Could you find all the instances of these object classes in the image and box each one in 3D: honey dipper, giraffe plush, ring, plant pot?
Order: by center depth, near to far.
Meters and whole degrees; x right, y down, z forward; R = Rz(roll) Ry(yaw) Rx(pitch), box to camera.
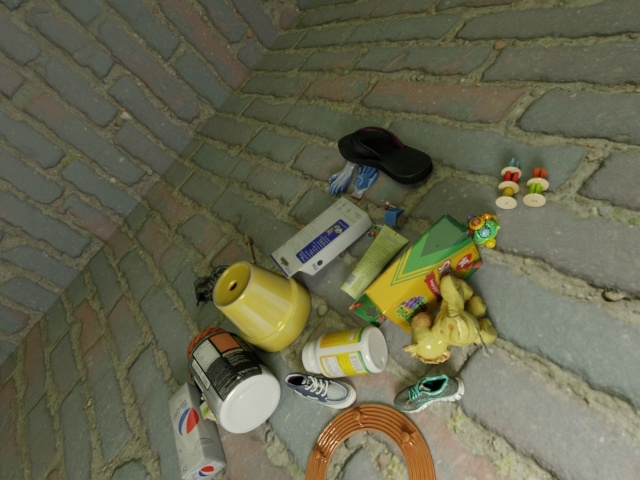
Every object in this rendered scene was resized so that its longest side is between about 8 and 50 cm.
[{"bbox_3d":[0.095,0.537,0.954,0.336,0.032,0.337,-25,43,26],"label":"ring"},{"bbox_3d":[0.280,0.204,0.969,0.170,0.181,0.210,-36,22,31],"label":"giraffe plush"},{"bbox_3d":[-0.197,0.190,1.344,0.254,0.239,0.254,-25,44,26],"label":"plant pot"},{"bbox_3d":[-0.281,0.041,1.712,0.030,0.030,0.161,-36,44,14],"label":"honey dipper"}]

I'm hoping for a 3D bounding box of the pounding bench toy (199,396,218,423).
[{"bbox_3d":[-0.332,0.515,1.328,0.052,0.065,0.083,-48,39,1],"label":"pounding bench toy"}]

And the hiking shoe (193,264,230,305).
[{"bbox_3d":[-0.406,0.180,1.678,0.226,0.086,0.114,-29,56,29],"label":"hiking shoe"}]

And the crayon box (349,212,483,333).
[{"bbox_3d":[0.240,0.107,1.043,0.318,0.202,0.081,-45,53,4],"label":"crayon box"}]

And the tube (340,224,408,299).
[{"bbox_3d":[0.156,0.068,1.273,0.240,0.070,0.062,-52,18,-7],"label":"tube"}]

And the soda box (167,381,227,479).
[{"bbox_3d":[-0.379,0.575,1.295,0.091,0.098,0.286,-44,39,3],"label":"soda box"}]

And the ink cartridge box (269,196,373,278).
[{"bbox_3d":[0.000,0.000,1.423,0.332,0.065,0.165,-38,39,-6],"label":"ink cartridge box"}]

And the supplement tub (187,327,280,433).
[{"bbox_3d":[-0.272,0.398,1.272,0.194,0.193,0.316,-53,39,-7],"label":"supplement tub"}]

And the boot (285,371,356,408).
[{"bbox_3d":[-0.004,0.390,1.121,0.189,0.086,0.069,-9,52,37],"label":"boot"}]

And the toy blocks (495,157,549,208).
[{"bbox_3d":[0.535,-0.159,1.124,0.123,0.054,0.148,-3,56,41],"label":"toy blocks"}]

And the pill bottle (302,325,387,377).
[{"bbox_3d":[0.059,0.296,1.119,0.208,0.117,0.118,-18,47,31],"label":"pill bottle"}]

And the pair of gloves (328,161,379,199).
[{"bbox_3d":[0.115,-0.227,1.566,0.198,0.023,0.159,17,72,40],"label":"pair of gloves"}]

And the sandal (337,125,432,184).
[{"bbox_3d":[0.212,-0.330,1.490,0.167,0.107,0.445,-38,40,-13],"label":"sandal"}]

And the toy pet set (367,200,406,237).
[{"bbox_3d":[0.202,-0.070,1.338,0.114,0.065,0.122,17,71,48],"label":"toy pet set"}]

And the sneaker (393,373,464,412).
[{"bbox_3d":[0.233,0.336,0.962,0.166,0.076,0.065,-29,42,21],"label":"sneaker"}]

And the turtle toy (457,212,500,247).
[{"bbox_3d":[0.404,-0.031,1.123,0.130,0.066,0.095,-8,53,38],"label":"turtle toy"}]
